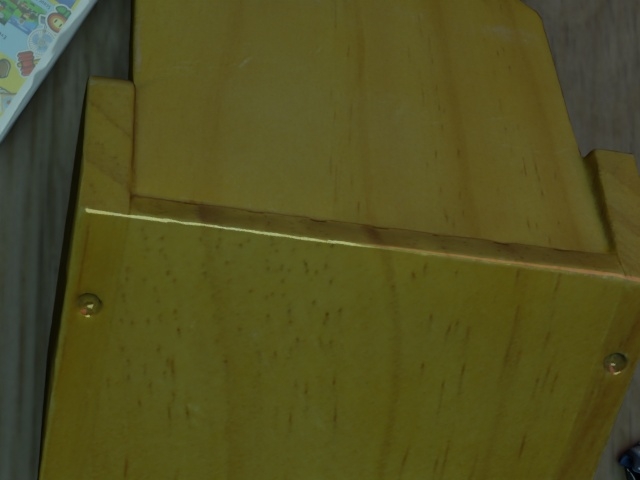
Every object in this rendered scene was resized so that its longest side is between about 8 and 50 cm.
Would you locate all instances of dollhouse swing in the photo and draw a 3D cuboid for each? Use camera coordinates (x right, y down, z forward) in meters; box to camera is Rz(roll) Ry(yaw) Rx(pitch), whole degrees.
[{"bbox_3d":[0.000,0.000,0.956,0.347,0.305,0.315,6,119,-13],"label":"dollhouse swing"}]

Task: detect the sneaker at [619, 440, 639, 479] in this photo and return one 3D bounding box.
[{"bbox_3d":[0.252,0.160,1.027,0.058,0.052,0.135,26,81,-4],"label":"sneaker"}]

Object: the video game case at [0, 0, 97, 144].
[{"bbox_3d":[-0.251,-0.205,0.918,0.227,0.026,0.206,34,82,-10],"label":"video game case"}]
